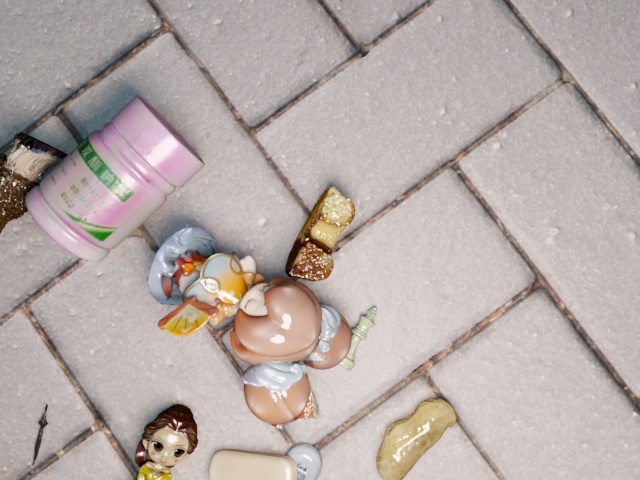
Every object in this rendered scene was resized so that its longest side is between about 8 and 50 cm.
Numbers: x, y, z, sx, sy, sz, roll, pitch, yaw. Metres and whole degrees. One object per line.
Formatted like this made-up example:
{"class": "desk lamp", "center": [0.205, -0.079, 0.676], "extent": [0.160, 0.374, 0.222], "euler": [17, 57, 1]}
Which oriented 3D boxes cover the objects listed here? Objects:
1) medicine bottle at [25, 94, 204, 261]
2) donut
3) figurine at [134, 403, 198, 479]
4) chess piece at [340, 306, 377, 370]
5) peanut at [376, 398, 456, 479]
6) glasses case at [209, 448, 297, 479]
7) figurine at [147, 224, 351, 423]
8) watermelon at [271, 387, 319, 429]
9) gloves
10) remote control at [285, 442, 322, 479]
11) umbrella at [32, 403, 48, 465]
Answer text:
{"class": "medicine bottle", "center": [-0.440, -0.131, 1.190], "extent": [0.325, 0.212, 0.212], "euler": [-42, 85, 1]}
{"class": "donut", "center": [0.000, -0.002, 1.193], "extent": [0.085, 0.141, 0.217], "euler": [27, 76, -9]}
{"class": "figurine", "center": [-0.357, 0.508, 1.159], "extent": [0.187, 0.168, 0.315], "euler": [23, 89, 14]}
{"class": "chess piece", "center": [0.082, 0.211, 1.215], "extent": [0.059, 0.059, 0.149], "euler": [33, 81, 5]}
{"class": "peanut", "center": [0.197, 0.423, 1.171], "extent": [0.214, 0.099, 0.099], "euler": [-41, 85, 2]}
{"class": "glasses case", "center": [-0.146, 0.499, 1.182], "extent": [0.196, 0.050, 0.083], "euler": [0, 78, 20]}
{"class": "figurine", "center": [-0.150, 0.155, 1.115], "extent": [0.388, 0.248, 0.276], "euler": [24, 49, 25]}
{"class": "watermelon", "center": [-0.091, 0.342, 1.180], "extent": [0.121, 0.158, 0.097], "euler": [-1, 86, 31]}
{"class": "gloves", "center": [-0.701, -0.103, 1.207], "extent": [0.312, 0.210, 0.135], "euler": [-41, 108, 1]}
{"class": "remote control", "center": [-0.079, 0.559, 1.200], "extent": [0.087, 0.047, 0.244], "euler": [30, 89, 3]}
{"class": "umbrella", "center": [-0.642, 0.444, 1.259], "extent": [0.022, 0.022, 0.148], "euler": [13, 96, -32]}
